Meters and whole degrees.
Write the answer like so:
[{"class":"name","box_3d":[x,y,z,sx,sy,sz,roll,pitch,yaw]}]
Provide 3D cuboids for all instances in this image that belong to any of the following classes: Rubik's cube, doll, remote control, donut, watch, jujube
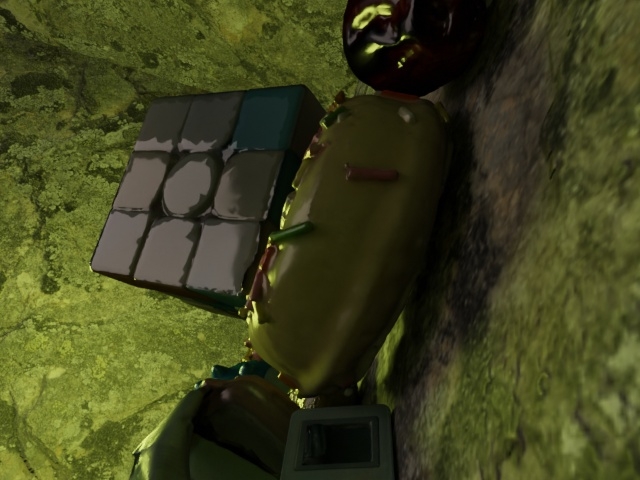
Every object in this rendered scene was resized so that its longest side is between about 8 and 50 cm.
[{"class":"Rubik's cube","box_3d":[-0.132,-0.037,0.872,0.344,0.346,0.347,40,-118,-57]},{"class":"doll","box_3d":[-0.006,0.245,0.648,0.137,0.097,0.210,-86,6,-46]},{"class":"remote control","box_3d":[0.011,0.252,0.361,0.293,0.103,0.051,-81,-18,-59]},{"class":"donut","box_3d":[0.030,-0.018,0.550,0.307,0.150,0.371,117,175,-53]},{"class":"watch","box_3d":[-0.082,0.280,0.439,0.162,0.253,0.241,-55,-8,20]},{"class":"jujube","box_3d":[0.107,-0.248,0.535,0.236,0.168,0.168,-106,31,-71]}]

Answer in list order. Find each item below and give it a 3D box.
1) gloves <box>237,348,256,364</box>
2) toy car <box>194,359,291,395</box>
[{"class":"gloves","box_3d":[-0.099,0.336,1.094,0.155,0.203,0.356,-48,21,26]},{"class":"toy car","box_3d":[-0.126,0.308,0.861,0.190,0.255,0.189,61,-160,-46]}]
